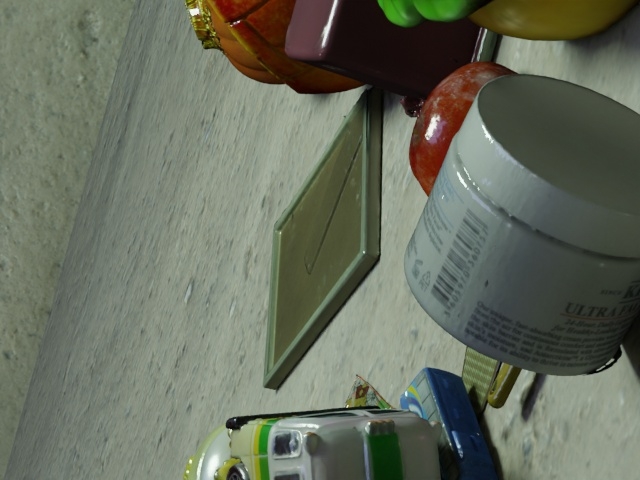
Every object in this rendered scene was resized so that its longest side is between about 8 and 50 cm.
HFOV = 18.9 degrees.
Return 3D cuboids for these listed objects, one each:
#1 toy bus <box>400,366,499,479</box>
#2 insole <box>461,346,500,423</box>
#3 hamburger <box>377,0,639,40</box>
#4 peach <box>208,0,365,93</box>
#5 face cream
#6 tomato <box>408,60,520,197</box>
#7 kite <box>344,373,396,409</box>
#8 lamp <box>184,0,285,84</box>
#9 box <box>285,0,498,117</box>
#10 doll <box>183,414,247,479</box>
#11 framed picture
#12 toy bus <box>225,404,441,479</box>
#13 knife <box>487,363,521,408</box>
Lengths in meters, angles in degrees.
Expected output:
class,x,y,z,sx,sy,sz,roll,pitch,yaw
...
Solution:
class,x,y,z,sx,sy,sz,roll,pitch,yaw
toy bus,0.108,0.174,1.626,0.061,0.051,0.153,-62,26,29
insole,0.131,0.132,1.678,0.086,0.005,0.253,-144,69,-73
hamburger,0.135,-0.360,1.595,0.396,0.277,0.396,-165,90,-73
peach,-0.025,-0.301,2.062,0.248,0.274,0.245,31,90,44
face cream,0.164,-0.010,1.385,0.177,0.177,0.153,-101,27,-54
tomato,0.126,-0.092,1.728,0.159,0.091,0.139,-94,26,-52
kite,0.024,0.229,1.896,0.198,0.006,0.244,-50,24,41
lamp,-0.062,-0.295,2.318,0.223,0.196,0.223,-18,-90,-87
box,0.084,-0.276,1.886,0.193,0.167,0.294,-160,85,-75
doll,-0.109,0.281,2.140,0.296,0.117,0.141,135,148,-60
framed picture,0.000,0.000,2.184,0.315,0.024,0.232,125,154,-52
toy bus,0.026,0.287,1.559,0.179,0.143,0.305,163,104,-64
knife,0.195,0.029,1.521,0.046,0.022,0.256,-95,28,-68
